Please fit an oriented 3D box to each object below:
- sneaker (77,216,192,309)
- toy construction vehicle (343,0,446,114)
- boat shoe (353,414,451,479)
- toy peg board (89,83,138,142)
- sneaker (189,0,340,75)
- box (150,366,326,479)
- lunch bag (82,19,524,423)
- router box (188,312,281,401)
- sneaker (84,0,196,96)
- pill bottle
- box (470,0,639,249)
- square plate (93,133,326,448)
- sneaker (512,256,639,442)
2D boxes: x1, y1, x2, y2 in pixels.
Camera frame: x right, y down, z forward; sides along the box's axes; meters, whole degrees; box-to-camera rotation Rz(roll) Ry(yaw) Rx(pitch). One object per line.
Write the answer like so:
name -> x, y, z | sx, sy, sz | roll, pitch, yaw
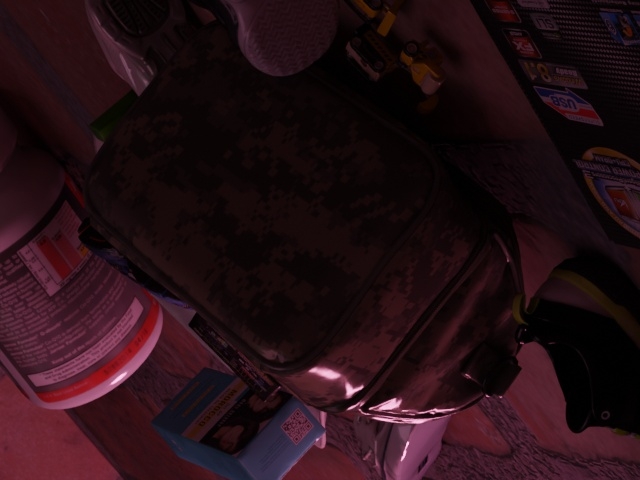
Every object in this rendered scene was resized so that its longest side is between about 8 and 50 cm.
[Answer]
sneaker -> -0.160, 0.019, 1.926 | 0.087, 0.083, 0.221 | 44, 173, -39
toy construction vehicle -> 0.054, -0.141, 1.328 | 0.098, 0.035, 0.086 | 46, 156, 9
boat shoe -> 0.072, 0.192, 1.878 | 0.084, 0.095, 0.258 | 37, 159, 13
toy peg board -> -0.135, -0.073, 1.804 | 0.161, 0.079, 0.161 | 27, 154, 46
sneaker -> -0.083, -0.245, 1.294 | 0.153, 0.101, 0.268 | 36, 154, 49
box -> -0.098, 0.213, 2.133 | 0.060, 0.100, 0.244 | 52, 161, -21
lunch bag -> 0.000, 0.000, 1.457 | 0.305, 0.212, 0.256 | 36, 176, 36
router box -> -0.081, 0.109, 1.975 | 0.122, 0.038, 0.092 | 45, 162, 2
sneaker -> -0.130, -0.147, 1.654 | 0.232, 0.090, 0.115 | 59, 166, -9
pill bottle -> -0.367, 0.016, 2.290 | 0.210, 0.210, 0.363 | 20, 148, 54
box -> 0.221, -0.075, 1.047 | 0.270, 0.060, 0.216 | 17, 146, 56
square plate -> -0.105, 0.052, 2.048 | 0.347, 0.049, 0.344 | 41, 160, 15
sneaker -> 0.222, 0.118, 1.389 | 0.234, 0.097, 0.084 | 50, 162, -11
